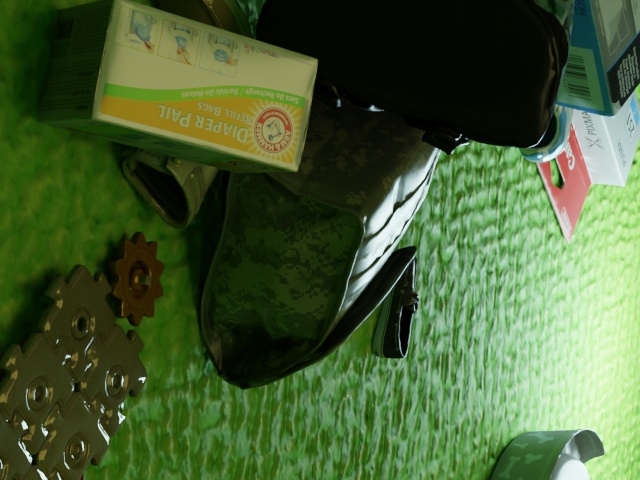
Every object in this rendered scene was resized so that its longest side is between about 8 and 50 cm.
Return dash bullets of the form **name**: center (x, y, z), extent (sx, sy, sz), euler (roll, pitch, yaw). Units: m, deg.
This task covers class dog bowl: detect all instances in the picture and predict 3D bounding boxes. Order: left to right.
- **dog bowl**: center (0.342, 0.455, 2.434), extent (0.349, 0.102, 0.348), euler (-24, 118, -57)

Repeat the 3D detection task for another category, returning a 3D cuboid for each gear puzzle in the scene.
- **gear puzzle**: center (-0.227, 0.118, 1.381), extent (0.339, 0.044, 0.175), euler (-63, 145, -36)

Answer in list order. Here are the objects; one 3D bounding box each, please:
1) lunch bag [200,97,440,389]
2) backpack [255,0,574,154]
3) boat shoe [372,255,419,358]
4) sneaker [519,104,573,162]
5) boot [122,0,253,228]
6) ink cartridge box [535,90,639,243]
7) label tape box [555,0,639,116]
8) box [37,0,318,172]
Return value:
- **lunch bag**: center (0.000, 0.000, 1.611), extent (0.235, 0.169, 0.287), euler (-48, 160, -48)
- **backpack**: center (0.132, -0.241, 1.543), extent (0.355, 0.290, 0.273), euler (-20, 130, -75)
- **boat shoe**: center (0.103, 0.081, 1.963), extent (0.049, 0.040, 0.142), euler (32, 70, -59)
- **sneaker**: center (0.323, -0.228, 2.237), extent (0.086, 0.085, 0.237), euler (-14, 109, -66)
- **boot**: center (-0.128, -0.133, 1.455), extent (0.165, 0.077, 0.213), euler (-56, 143, -34)
- **ink cartridge box**: center (0.418, -0.177, 2.444), extent (0.261, 0.066, 0.296), euler (-67, 148, -27)
- **label tape box**: center (0.423, -0.372, 2.169), extent (0.333, 0.106, 0.240), euler (-50, 138, -29)
- **box**: center (-0.119, -0.128, 1.345), extent (0.203, 0.114, 0.103), euler (13, 85, -33)
